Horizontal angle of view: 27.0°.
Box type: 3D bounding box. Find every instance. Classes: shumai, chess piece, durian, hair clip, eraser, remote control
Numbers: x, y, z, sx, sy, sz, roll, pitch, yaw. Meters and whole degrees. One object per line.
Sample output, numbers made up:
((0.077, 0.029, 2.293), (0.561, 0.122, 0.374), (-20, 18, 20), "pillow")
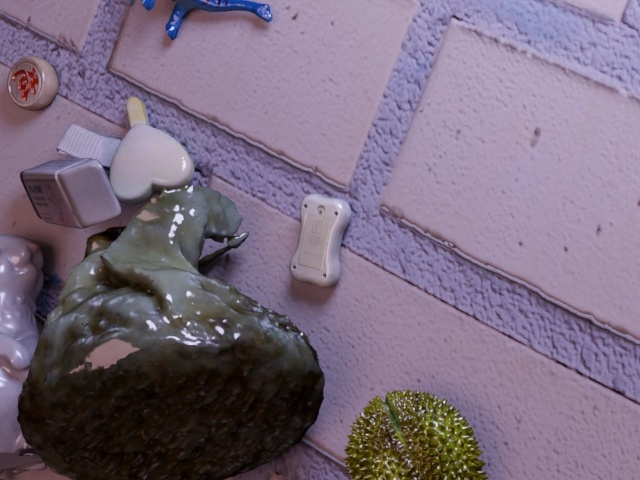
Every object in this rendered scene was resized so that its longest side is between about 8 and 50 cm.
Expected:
((-0.220, 0.126, 1.788), (0.395, 0.395, 0.348), (-41, 46, 23), "shumai")
((-0.439, -0.239, 2.033), (0.084, 0.038, 0.083), (1, 92, 27), "chess piece")
((0.129, 0.273, 1.667), (0.198, 0.146, 0.159), (32, 89, 20), "durian")
((-0.276, -0.129, 1.932), (0.219, 0.071, 0.159), (14, 76, 25), "hair clip")
((-0.359, -0.068, 1.884), (0.352, 0.061, 0.089), (9, 124, 67), "eraser")
((0.000, 0.000, 1.793), (0.074, 0.032, 0.122), (15, 97, 28), "remote control")

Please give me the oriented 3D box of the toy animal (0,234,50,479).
((-0.493, 0.174, 2.005), (0.258, 0.194, 0.357), (-32, 57, 50), "toy animal")

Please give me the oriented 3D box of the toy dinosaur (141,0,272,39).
((-0.213, -0.384, 1.886), (0.144, 0.076, 0.329), (-44, 73, 15), "toy dinosaur")
